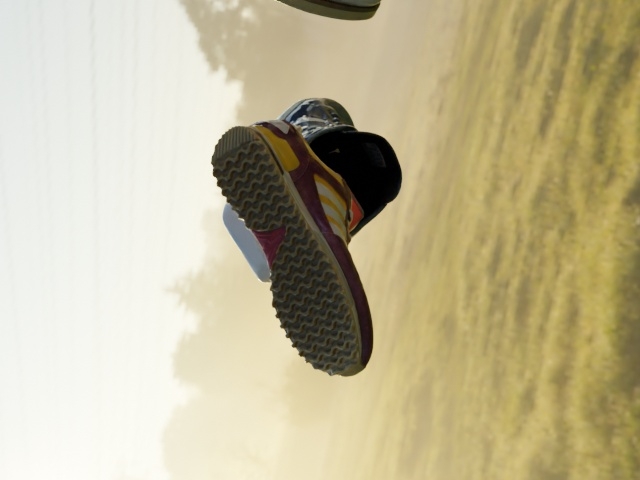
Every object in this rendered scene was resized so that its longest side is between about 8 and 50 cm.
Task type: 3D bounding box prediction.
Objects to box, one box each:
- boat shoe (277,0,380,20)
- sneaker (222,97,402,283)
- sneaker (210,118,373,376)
[{"bbox_3d":[-0.061,-0.283,1.012,0.103,0.302,0.113,-57,27,24],"label":"boat shoe"},{"bbox_3d":[0.021,-0.076,1.267,0.148,0.131,0.350,-27,19,23],"label":"sneaker"},{"bbox_3d":[0.000,0.000,0.829,0.069,0.186,0.084,-28,-7,38],"label":"sneaker"}]
